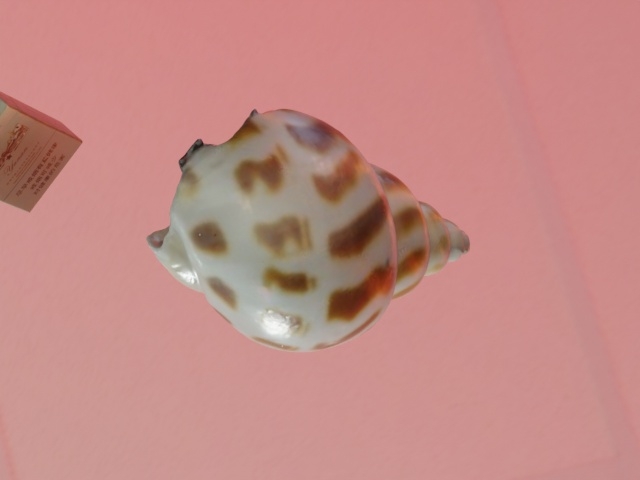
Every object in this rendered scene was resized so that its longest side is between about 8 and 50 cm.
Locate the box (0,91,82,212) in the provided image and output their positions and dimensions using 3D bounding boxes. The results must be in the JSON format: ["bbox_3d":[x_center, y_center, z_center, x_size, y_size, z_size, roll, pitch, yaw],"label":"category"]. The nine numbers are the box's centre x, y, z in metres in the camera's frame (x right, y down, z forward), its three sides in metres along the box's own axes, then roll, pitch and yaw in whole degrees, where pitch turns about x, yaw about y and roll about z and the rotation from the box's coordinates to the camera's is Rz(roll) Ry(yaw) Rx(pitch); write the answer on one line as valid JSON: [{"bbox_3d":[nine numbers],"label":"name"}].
[{"bbox_3d":[-0.172,-0.049,1.017,0.024,0.083,0.053,40,-86,26],"label":"box"}]

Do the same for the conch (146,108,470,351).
[{"bbox_3d":[0.001,0.000,1.448,0.148,0.183,0.275,41,-147,23],"label":"conch"}]
